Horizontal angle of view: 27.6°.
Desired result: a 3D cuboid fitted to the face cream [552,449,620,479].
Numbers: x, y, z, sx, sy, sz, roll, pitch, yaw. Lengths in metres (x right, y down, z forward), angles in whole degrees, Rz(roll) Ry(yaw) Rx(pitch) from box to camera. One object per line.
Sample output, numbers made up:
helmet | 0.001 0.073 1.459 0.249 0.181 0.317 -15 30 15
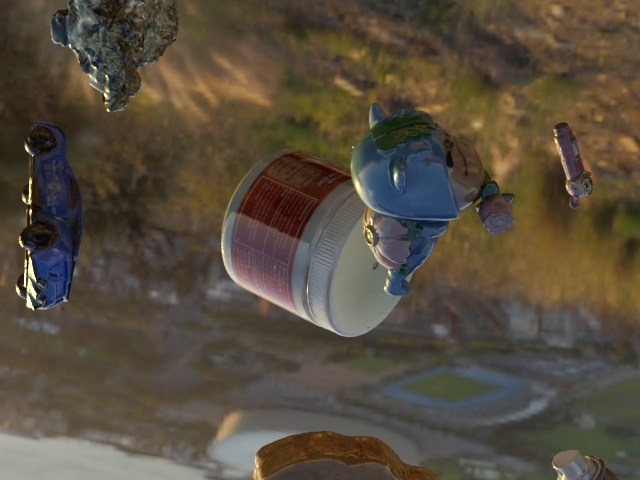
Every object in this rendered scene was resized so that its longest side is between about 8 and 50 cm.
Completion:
face cream | 0.372 0.364 1.584 0.073 0.073 0.283 -16 118 49

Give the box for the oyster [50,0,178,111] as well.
oyster | -0.226 -0.276 1.469 0.092 0.259 0.198 16 176 20

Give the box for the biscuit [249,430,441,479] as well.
biscuit | -0.021 0.323 1.299 0.312 0.057 0.351 -46 126 11

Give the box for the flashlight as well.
flashlight | 0.314 -0.096 1.613 0.031 0.052 0.110 7 128 47

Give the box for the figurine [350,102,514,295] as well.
figurine | 0.098 -0.037 1.161 0.145 0.114 0.178 2 131 0

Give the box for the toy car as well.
toy car | -0.273 -0.030 1.325 0.063 0.216 0.103 3 143 -12

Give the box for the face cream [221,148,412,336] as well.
face cream | 0.000 0.000 1.682 0.187 0.201 0.201 24 171 33
